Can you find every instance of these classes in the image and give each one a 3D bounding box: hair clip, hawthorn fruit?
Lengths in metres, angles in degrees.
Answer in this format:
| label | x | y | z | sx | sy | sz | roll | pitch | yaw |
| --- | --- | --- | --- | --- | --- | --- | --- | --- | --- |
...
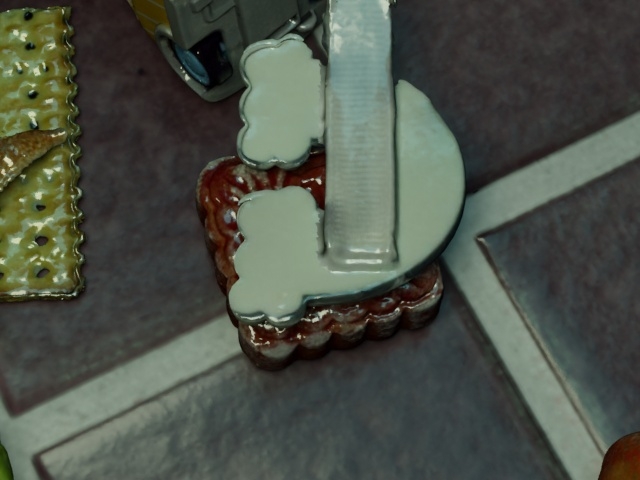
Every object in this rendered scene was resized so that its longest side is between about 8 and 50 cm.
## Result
| label | x | y | z | sx | sy | sz | roll | pitch | yaw |
| --- | --- | --- | --- | --- | --- | --- | --- | --- | --- |
| hair clip | 0.018 | -0.053 | 1.080 | 0.140 | 0.054 | 0.220 | 2 | 70 | -5 |
| hawthorn fruit | 0.200 | 0.144 | 1.059 | 0.077 | 0.077 | 0.077 | 1 | 70 | -2 |

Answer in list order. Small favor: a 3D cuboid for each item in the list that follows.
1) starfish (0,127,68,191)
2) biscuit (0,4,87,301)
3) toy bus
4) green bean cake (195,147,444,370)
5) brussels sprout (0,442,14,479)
| label | x | y | z | sx | sy | sz | roll | pitch | yaw |
| --- | --- | --- | --- | --- | --- | --- | --- | --- | --- |
| starfish | -0.301 | -0.004 | 1.088 | 0.231 | 0.048 | 0.295 | 32 | 64 | 16 |
| biscuit | -0.222 | -0.053 | 1.146 | 0.144 | 0.016 | 0.203 | -6 | 71 | -4 |
| toy bus | -0.073 | -0.198 | 1.109 | 0.126 | 0.209 | 0.136 | -40 | 66 | -15 |
| green bean cake | 0.000 | 0.000 | 1.114 | 0.136 | 0.056 | 0.135 | -16 | 70 | -7 |
| brussels sprout | -0.251 | 0.149 | 1.021 | 0.155 | 0.117 | 0.155 | 10 | 64 | -21 |
